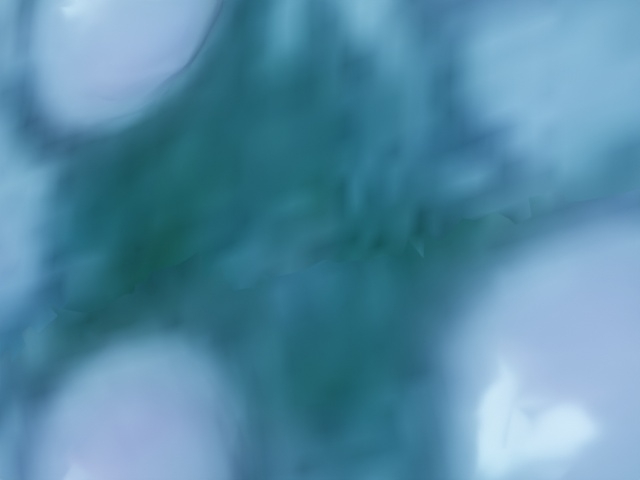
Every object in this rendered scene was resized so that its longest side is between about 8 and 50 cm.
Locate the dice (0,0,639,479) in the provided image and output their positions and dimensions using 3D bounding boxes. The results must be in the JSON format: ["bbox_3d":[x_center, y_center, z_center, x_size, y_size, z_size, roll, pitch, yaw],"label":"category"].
[{"bbox_3d":[0.096,0.014,0.563,0.348,0.330,0.328,-15,69,36],"label":"dice"}]
